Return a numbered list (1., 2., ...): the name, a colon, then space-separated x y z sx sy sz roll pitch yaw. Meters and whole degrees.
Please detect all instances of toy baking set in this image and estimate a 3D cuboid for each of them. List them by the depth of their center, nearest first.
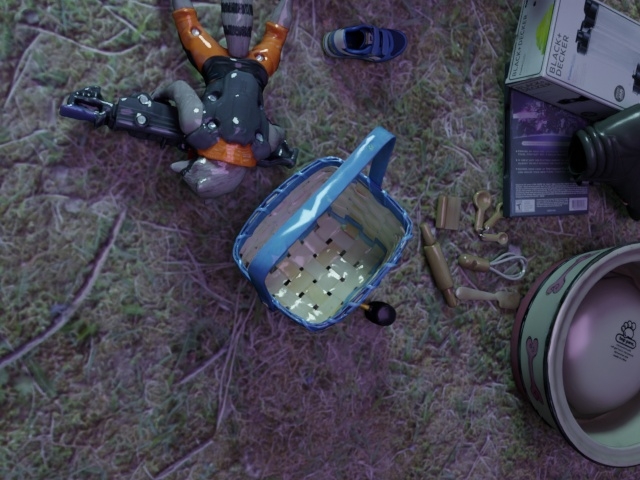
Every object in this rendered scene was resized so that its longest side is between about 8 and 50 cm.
1. toy baking set: 0.281 0.028 1.135 0.197 0.030 0.256 -22 102 -19

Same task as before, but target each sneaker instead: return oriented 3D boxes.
1. sneaker: 0.079 -0.314 1.012 0.144 0.059 0.053 -9 96 -21
2. sneaker: 0.534 -0.124 1.171 0.147 0.104 0.295 -16 140 14

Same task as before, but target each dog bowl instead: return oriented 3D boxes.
1. dog bowl: 0.535 0.198 1.187 0.408 0.150 0.407 -2 95 -21

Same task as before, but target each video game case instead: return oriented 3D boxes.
1. video game case: 0.417 -0.181 1.168 0.196 0.026 0.274 -3 95 -25

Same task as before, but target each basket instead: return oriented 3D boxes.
1. basket: 0.000 0.000 0.874 0.201 0.289 0.255 41 70 10

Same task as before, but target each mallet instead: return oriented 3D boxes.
1. mallet: 0.032 0.092 1.046 0.190 0.062 0.039 23 84 -7

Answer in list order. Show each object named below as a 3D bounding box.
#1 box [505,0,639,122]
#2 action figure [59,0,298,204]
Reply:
1. box: 0.477 -0.314 1.124 0.290 0.087 0.169 14 88 -26
2. action figure: -0.168 -0.216 0.866 0.342 0.179 0.329 2 84 -24
